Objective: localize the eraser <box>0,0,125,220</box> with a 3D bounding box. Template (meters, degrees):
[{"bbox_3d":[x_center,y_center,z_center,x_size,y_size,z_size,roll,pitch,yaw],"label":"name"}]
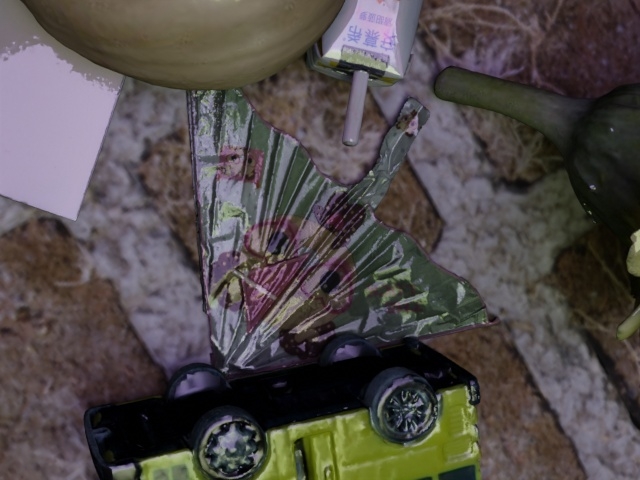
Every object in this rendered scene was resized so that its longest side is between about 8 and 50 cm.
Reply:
[{"bbox_3d":[-0.196,-0.099,0.723,0.103,0.023,0.150,19,88,-15],"label":"eraser"}]

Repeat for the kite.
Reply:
[{"bbox_3d":[0.000,0.000,0.788,0.323,0.013,0.268,41,83,-14],"label":"kite"}]

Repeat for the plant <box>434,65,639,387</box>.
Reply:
[{"bbox_3d":[0.262,-0.076,0.737,0.261,0.306,0.297,-36,73,17],"label":"plant"}]

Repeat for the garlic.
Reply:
[{"bbox_3d":[-0.086,-0.181,0.676,0.244,0.145,0.164,-16,75,-1],"label":"garlic"}]

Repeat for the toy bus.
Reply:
[{"bbox_3d":[-0.025,0.164,0.728,0.262,0.128,0.150,-10,102,-16],"label":"toy bus"}]

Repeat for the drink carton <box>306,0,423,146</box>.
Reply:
[{"bbox_3d":[0.035,-0.166,0.756,0.084,0.074,0.200,12,91,-13],"label":"drink carton"}]
